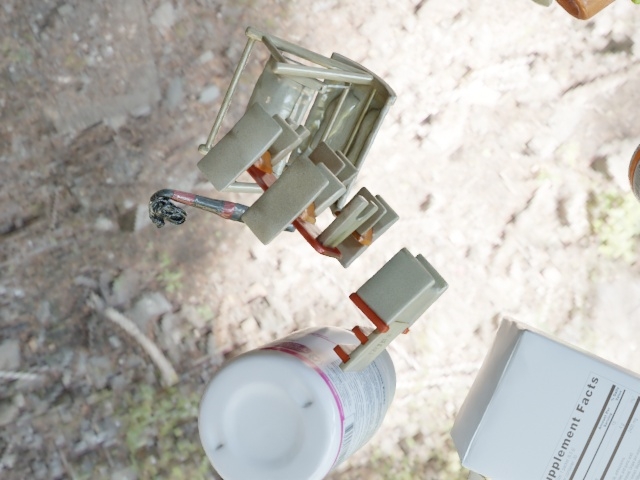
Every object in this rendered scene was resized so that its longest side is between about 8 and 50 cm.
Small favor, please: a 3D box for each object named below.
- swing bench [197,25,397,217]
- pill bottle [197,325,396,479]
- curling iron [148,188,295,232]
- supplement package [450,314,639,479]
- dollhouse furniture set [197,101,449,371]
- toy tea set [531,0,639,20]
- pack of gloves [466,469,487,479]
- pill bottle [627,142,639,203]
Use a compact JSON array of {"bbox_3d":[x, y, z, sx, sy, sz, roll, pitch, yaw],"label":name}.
[{"bbox_3d":[-0.041,-0.203,1.925,0.254,0.165,0.253,11,118,-30],"label":"swing bench"},{"bbox_3d":[-0.013,0.185,1.271,0.160,0.160,0.283,-47,168,16],"label":"pill bottle"},{"bbox_3d":[-0.153,-0.041,1.730,0.274,0.035,0.068,6,140,-36],"label":"curling iron"},{"bbox_3d":[0.324,0.230,1.293,0.177,0.293,0.175,-29,143,-87],"label":"supplement package"},{"bbox_3d":[0.000,0.000,1.180,0.135,0.259,0.262,-44,162,10],"label":"dollhouse furniture set"},{"bbox_3d":[0.267,-0.408,1.300,0.124,0.200,0.336,-43,130,1],"label":"toy tea set"},{"bbox_3d":[0.219,0.444,1.464,0.046,0.195,0.232,-18,141,-25],"label":"pack of gloves"},{"bbox_3d":[0.298,-0.025,0.832,0.086,0.152,0.086,-3,122,-5],"label":"pill bottle"}]
